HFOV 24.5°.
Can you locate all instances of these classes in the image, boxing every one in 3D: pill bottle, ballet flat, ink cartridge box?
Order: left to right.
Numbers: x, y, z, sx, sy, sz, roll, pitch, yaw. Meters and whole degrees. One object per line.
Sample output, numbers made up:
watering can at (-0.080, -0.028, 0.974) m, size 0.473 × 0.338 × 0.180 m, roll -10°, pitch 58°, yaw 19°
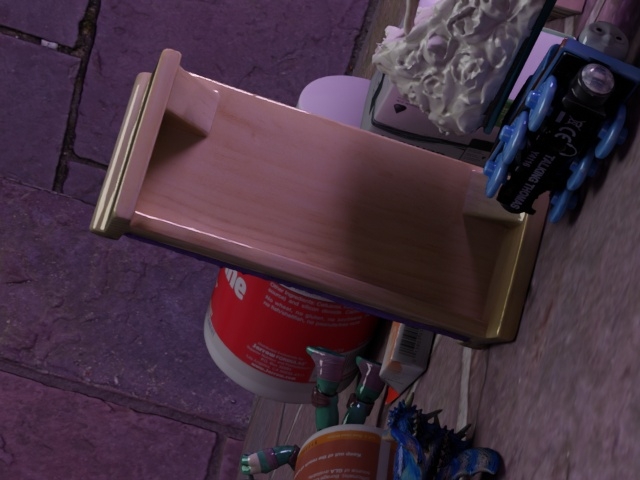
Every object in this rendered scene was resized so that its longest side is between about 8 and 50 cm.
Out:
pill bottle at (0.000, 0.000, 1.921) m, size 0.229 × 0.229 × 0.407 m, roll -80°, pitch 8°, yaw -53°
pill bottle at (0.024, 0.281, 1.329) m, size 0.216 × 0.121 × 0.121 m, roll -78°, pitch 7°, yaw -49°
ink cartridge box at (0.093, 0.094, 1.647) m, size 0.179 × 0.045 × 0.145 m, roll 126°, pitch 161°, yaw -68°
ink cartridge box at (0.129, -0.132, 1.370) m, size 0.208 × 0.153 × 0.087 m, roll 118°, pitch 166°, yaw -71°
ballet flat at (0.163, -0.263, 1.107) m, size 0.409 × 0.147 × 0.147 m, roll -60°, pitch 10°, yaw 23°

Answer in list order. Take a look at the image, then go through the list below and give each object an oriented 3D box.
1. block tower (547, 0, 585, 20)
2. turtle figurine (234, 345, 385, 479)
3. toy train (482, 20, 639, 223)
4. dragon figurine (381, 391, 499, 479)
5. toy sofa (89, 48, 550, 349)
block tower at (0.194, -0.272, 1.476) m, size 0.335 × 0.091 × 0.097 m, roll -140°, pitch 68°, yaw -84°
turtle figurine at (0.004, 0.249, 1.747) m, size 0.175 × 0.118 × 0.234 m, roll 17°, pitch -89°, yaw -54°
toy train at (0.180, -0.091, 1.109) m, size 0.184 × 0.080 × 0.105 m, roll 115°, pitch 177°, yaw -59°
dragon figurine at (0.086, 0.194, 1.141) m, size 0.289 × 0.085 × 0.144 m, roll 136°, pitch 150°, yaw -83°
toy sofa at (-0.002, -0.025, 1.263) m, size 0.177 × 0.363 × 0.150 m, roll 153°, pitch 133°, yaw -74°
